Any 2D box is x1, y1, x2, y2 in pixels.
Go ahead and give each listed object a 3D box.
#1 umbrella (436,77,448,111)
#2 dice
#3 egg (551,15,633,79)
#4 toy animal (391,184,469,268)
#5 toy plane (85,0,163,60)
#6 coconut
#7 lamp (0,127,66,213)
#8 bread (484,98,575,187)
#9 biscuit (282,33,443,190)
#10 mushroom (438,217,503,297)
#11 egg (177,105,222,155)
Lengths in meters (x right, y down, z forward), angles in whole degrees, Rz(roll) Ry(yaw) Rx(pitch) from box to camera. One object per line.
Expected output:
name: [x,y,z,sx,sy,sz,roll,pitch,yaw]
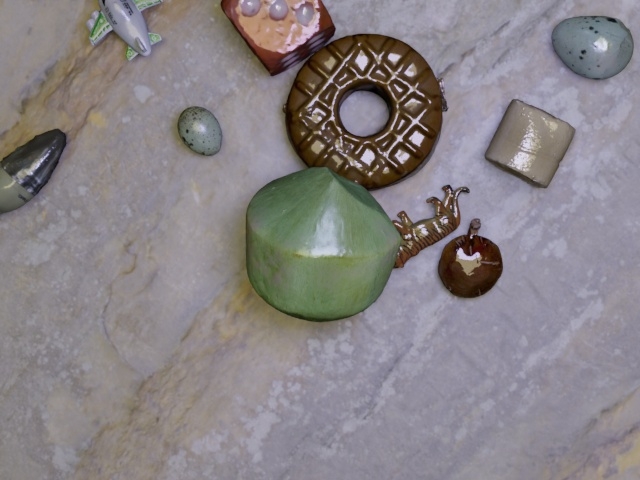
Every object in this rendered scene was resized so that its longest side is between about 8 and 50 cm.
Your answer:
umbrella: [0.251,-0.311,1.795,0.031,0.020,0.083,-22,92,-14]
dice: [-0.084,-0.445,1.716,0.173,0.175,0.179,-33,96,1]
egg: [0.552,-0.399,1.734,0.164,0.131,0.131,28,93,5]
toy animal: [0.217,-0.030,1.795,0.241,0.057,0.099,-31,99,0]
toy plane: [-0.402,-0.457,1.764,0.173,0.080,0.174,0,91,2]
coconut: [0.000,0.000,1.672,0.328,0.281,0.329,19,129,26]
lamp: [-0.620,-0.134,1.771,0.250,0.101,0.101,-44,92,-2]
bread: [0.427,-0.198,1.742,0.148,0.134,0.141,25,93,-14]
biscuit: [0.093,-0.261,1.754,0.331,0.103,0.332,0,93,1]
mushroom: [0.316,0.038,1.781,0.135,0.080,0.171,3,96,-10]
egg: [-0.247,-0.226,1.770,0.085,0.085,0.110,-41,99,2]
